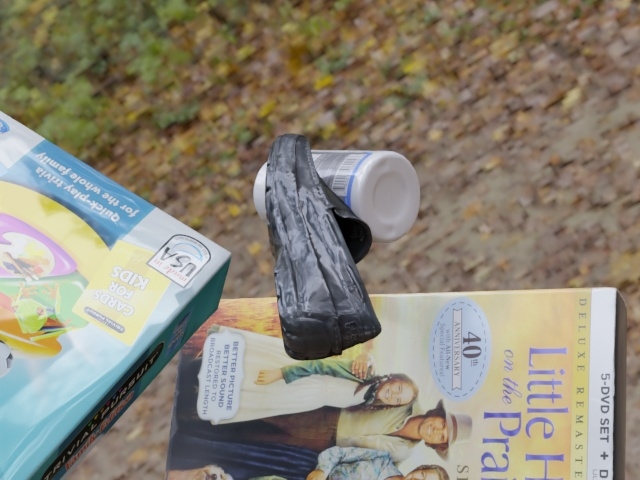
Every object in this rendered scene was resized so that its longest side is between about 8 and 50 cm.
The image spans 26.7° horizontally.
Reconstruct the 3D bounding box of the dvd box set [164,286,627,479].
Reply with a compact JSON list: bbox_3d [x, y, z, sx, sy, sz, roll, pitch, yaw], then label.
[{"bbox_3d":[0.059,0.199,1.207,0.421,0.062,0.307,-2,70,22],"label":"dvd box set"}]

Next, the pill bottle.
[{"bbox_3d":[0.011,-0.039,1.152,0.137,0.078,0.078,5,43,46],"label":"pill bottle"}]

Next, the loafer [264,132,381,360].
[{"bbox_3d":[0.000,0.000,1.031,0.078,0.076,0.223,-7,44,-2],"label":"loafer"}]

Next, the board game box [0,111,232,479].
[{"bbox_3d":[-0.262,0.065,0.984,0.336,0.254,0.079,-50,-14,-41],"label":"board game box"}]
